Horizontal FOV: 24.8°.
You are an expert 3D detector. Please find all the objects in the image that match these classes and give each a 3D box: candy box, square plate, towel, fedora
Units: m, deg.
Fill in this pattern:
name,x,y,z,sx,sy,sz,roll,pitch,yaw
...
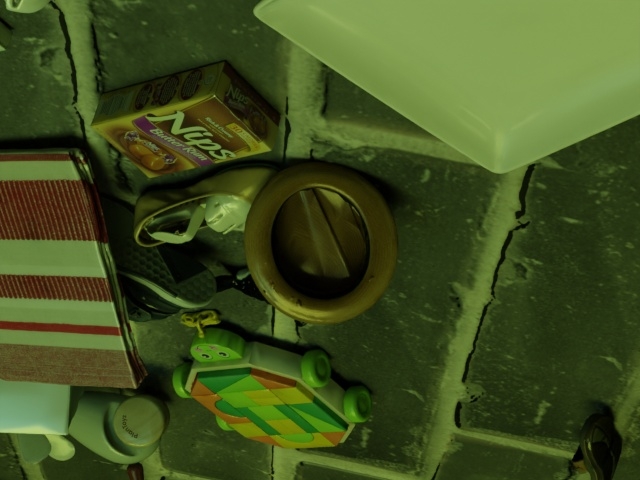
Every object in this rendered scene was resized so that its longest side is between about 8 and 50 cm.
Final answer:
name,x,y,z,sx,sy,sz,roll,pitch,yaw
candy box,-0.152,-0.133,1.630,0.187,0.053,0.109,-11,142,35
square plate,0.169,-0.209,1.368,0.344,0.049,0.347,30,147,-28
towel,-0.358,0.036,1.853,0.237,0.037,0.329,0,114,28
fedora,0.000,0.000,1.724,0.194,0.194,0.079,16,-172,-4

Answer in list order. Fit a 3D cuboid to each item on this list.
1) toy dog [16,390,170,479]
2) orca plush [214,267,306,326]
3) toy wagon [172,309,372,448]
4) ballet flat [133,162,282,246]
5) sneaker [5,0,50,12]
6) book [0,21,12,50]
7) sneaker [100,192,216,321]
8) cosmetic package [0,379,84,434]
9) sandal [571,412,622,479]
name,x,y,z,sx,sy,sz,roll,pitch,yaw
toy dog,-0.392,0.321,2.339,0.334,0.161,0.220,1,174,22
orca plush,-0.036,0.057,1.858,0.287,0.102,0.151,-8,144,33
toy wagon,-0.098,0.216,2.197,0.267,0.068,0.344,-9,144,34
ballet flat,-0.137,-0.034,1.773,0.232,0.073,0.080,-13,142,38
sneaker,-0.353,-0.307,1.382,0.236,0.095,0.104,18,144,-18
book,-0.415,-0.249,1.563,0.096,0.035,0.144,-6,147,38
sneaker,-0.266,0.029,1.925,0.226,0.086,0.163,39,153,-18
cosmetic package,-0.543,0.203,2.123,0.377,0.097,0.284,3,-172,-6
sandal,0.401,0.318,2.155,0.060,0.090,0.219,17,157,28
